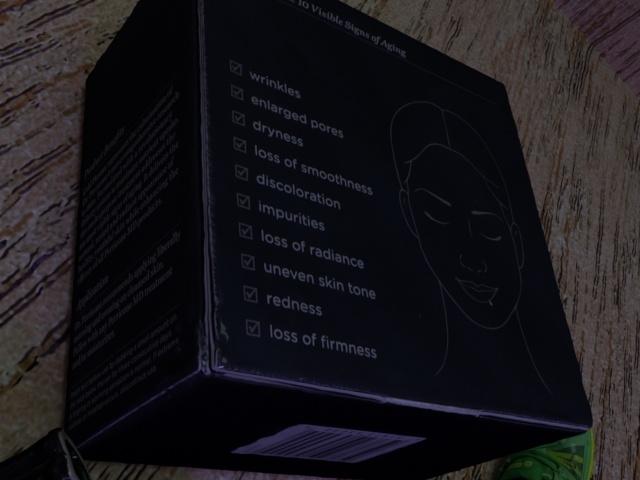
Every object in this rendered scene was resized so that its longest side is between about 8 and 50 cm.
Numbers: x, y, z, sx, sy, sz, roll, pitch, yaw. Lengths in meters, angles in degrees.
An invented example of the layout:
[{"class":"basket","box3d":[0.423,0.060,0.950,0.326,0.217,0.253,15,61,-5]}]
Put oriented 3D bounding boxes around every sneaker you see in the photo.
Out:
[{"class":"sneaker","box3d":[0.316,0.315,1.126,0.124,0.109,0.295,27,49,-32]}]

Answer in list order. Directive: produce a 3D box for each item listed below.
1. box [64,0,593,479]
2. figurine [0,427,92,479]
[{"class":"box","box3d":[0.000,0.000,0.907,0.480,0.297,0.471,16,56,-34]},{"class":"figurine","box3d":[-0.254,0.277,0.585,0.210,0.092,0.215,-24,53,-14]}]
